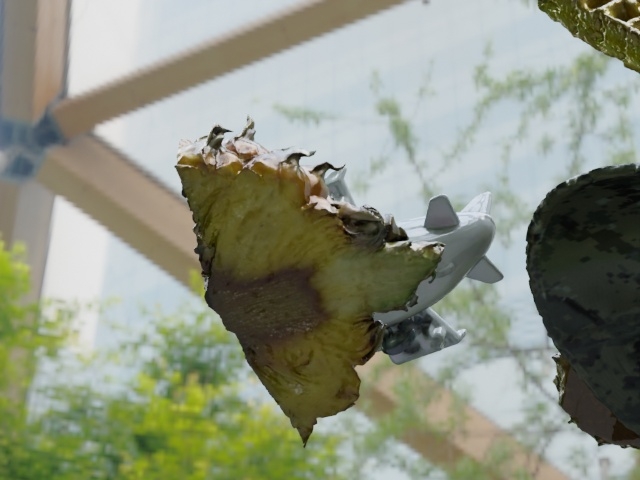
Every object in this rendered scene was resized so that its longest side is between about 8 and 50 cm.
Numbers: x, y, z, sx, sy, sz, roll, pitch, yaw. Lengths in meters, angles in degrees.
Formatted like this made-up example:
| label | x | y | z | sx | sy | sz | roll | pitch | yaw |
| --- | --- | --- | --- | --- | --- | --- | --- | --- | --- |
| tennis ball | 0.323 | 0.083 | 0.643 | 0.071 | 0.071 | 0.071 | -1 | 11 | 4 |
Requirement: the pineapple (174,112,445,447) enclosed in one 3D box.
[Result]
| label | x | y | z | sx | sy | sz | roll | pitch | yaw |
| --- | --- | --- | --- | --- | --- | --- | --- | --- | --- |
| pineapple | -0.003 | -0.005 | 1.069 | 0.164 | 0.140 | 0.250 | -27 | -63 | 8 |

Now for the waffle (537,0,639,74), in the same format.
| label | x | y | z | sx | sy | sz | roll | pitch | yaw |
| --- | --- | --- | --- | --- | --- | --- | --- | --- | --- |
| waffle | 0.328 | -0.254 | 1.506 | 0.160 | 0.211 | 0.055 | -24 | -50 | -20 |

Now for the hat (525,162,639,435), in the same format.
| label | x | y | z | sx | sy | sz | roll | pitch | yaw |
| --- | --- | --- | --- | --- | --- | --- | --- | --- | --- |
| hat | 0.217 | 0.017 | 0.595 | 0.265 | 0.128 | 0.265 | 25 | -25 | 12 |

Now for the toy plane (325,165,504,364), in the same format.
| label | x | y | z | sx | sy | sz | roll | pitch | yaw |
| --- | --- | --- | --- | --- | --- | --- | --- | --- | --- |
| toy plane | 0.080 | 0.030 | 1.651 | 0.266 | 0.123 | 0.267 | 5 | -55 | 8 |

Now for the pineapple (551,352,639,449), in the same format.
| label | x | y | z | sx | sy | sz | roll | pitch | yaw |
| --- | --- | --- | --- | --- | --- | --- | --- | --- | --- |
| pineapple | 0.339 | 0.108 | 1.539 | 0.165 | 0.364 | 0.166 | 3 | -81 | 16 |
